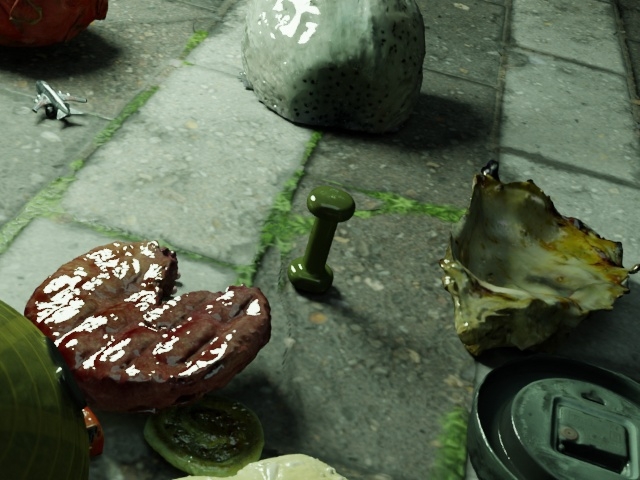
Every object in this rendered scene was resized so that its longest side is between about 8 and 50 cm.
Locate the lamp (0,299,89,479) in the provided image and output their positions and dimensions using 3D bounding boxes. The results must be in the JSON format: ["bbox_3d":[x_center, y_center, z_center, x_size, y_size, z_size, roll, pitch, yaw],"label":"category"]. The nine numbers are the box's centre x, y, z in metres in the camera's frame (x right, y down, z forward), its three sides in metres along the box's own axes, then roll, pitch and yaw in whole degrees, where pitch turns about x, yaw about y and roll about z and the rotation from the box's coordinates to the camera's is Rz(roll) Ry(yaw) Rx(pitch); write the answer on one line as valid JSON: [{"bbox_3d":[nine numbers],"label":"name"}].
[{"bbox_3d":[-0.255,0.126,0.571,0.250,0.284,0.250,13,59,-22],"label":"lamp"}]

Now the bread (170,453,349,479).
[{"bbox_3d":[0.000,0.260,0.682,0.316,0.054,0.316,11,29,-6],"label":"bread"}]

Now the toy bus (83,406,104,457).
[{"bbox_3d":[-0.222,0.161,0.759,0.110,0.043,0.031,-13,40,-37],"label":"toy bus"}]

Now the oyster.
[{"bbox_3d":[0.239,0.044,1.083,0.221,0.096,0.361,24,32,7],"label":"oyster"}]

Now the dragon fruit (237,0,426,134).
[{"bbox_3d":[0.034,-0.293,1.436,0.283,0.204,0.221,5,33,-13],"label":"dragon fruit"}]

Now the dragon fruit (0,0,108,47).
[{"bbox_3d":[-0.417,-0.385,1.392,0.241,0.241,0.252,22,47,14],"label":"dragon fruit"}]

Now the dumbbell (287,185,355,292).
[{"bbox_3d":[0.000,0.000,1.032,0.052,0.118,0.046,16,35,1],"label":"dumbbell"}]

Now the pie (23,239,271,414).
[{"bbox_3d":[-0.160,0.074,0.891,0.204,0.054,0.219,-26,45,-37],"label":"pie"}]

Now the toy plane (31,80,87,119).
[{"bbox_3d":[-0.346,-0.181,1.270,0.078,0.031,0.083,-19,45,-42],"label":"toy plane"}]

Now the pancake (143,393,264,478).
[{"bbox_3d":[-0.098,0.163,0.831,0.108,0.017,0.108,13,28,-7],"label":"pancake"}]

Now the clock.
[{"bbox_3d":[0.241,0.193,0.888,0.226,0.049,0.226,11,31,-7],"label":"clock"}]

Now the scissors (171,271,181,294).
[{"bbox_3d":[-0.200,0.034,1.000,0.113,0.012,0.039,10,31,-6],"label":"scissors"}]
